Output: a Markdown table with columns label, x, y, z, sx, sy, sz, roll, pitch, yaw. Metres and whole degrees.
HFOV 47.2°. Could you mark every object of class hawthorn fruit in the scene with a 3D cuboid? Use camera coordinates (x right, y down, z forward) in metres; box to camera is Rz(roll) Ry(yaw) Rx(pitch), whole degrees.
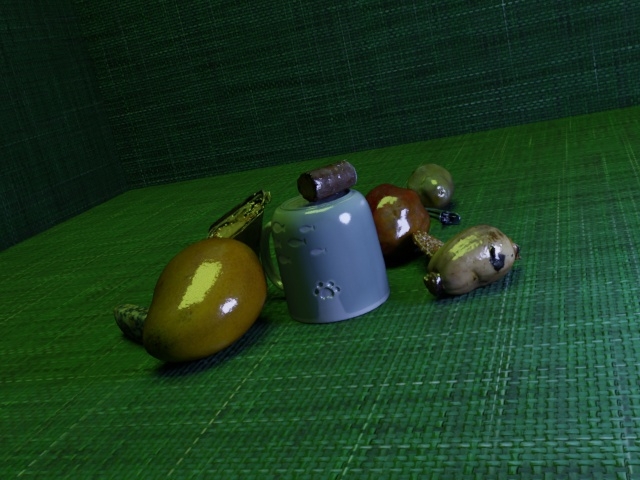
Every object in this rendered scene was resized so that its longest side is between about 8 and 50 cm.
| label | x | y | z | sx | sy | sz | roll | pitch | yaw |
| --- | --- | --- | --- | --- | --- | --- | --- | --- | --- |
| hawthorn fruit | 0.181 | -0.035 | 2.041 | 0.208 | 0.208 | 0.248 | 5 | 41 | 48 |

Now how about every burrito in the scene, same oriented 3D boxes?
| label | x | y | z | sx | sy | sz | roll | pitch | yaw |
| --- | --- | --- | --- | --- | --- | --- | --- | --- | --- |
| burrito | -0.230 | 0.027 | 1.955 | 0.175 | 0.347 | 0.107 | -19 | 51 | -32 |

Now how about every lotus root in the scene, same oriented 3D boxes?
| label | x | y | z | sx | sy | sz | roll | pitch | yaw |
| --- | --- | --- | --- | --- | --- | --- | --- | --- | --- |
| lotus root | 0.355 | 0.043 | 1.703 | 0.257 | 0.140 | 0.154 | -26 | 12 | -22 |

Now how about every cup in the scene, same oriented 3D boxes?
| label | x | y | z | sx | sy | sz | roll | pitch | yaw |
| --- | --- | --- | --- | --- | --- | --- | --- | --- | --- |
| cup | -0.019 | 0.024 | 1.818 | 0.357 | 0.274 | 0.259 | 1 | 20 | 40 |

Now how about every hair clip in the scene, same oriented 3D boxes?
| label | x | y | z | sx | sy | sz | roll | pitch | yaw |
| --- | --- | --- | --- | --- | --- | --- | --- | --- | --- |
| hair clip | 0.371 | -0.081 | 2.333 | 0.070 | 0.039 | 0.229 | 4 | 6 | -13 |

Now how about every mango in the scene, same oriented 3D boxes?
| label | x | y | z | sx | sy | sz | roll | pitch | yaw |
| --- | --- | --- | --- | --- | --- | --- | --- | --- | --- |
| mango | -0.271 | 0.141 | 1.721 | 0.264 | 0.221 | 0.378 | 6 | 35 | 21 |

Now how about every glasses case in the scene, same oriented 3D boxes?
| label | x | y | z | sx | sy | sz | roll | pitch | yaw |
| --- | --- | --- | --- | --- | --- | --- | --- | --- | --- |
| glasses case | -0.451 | 0.213 | 1.853 | 0.065 | 0.086 | 0.248 | -31 | 21 | -35 |

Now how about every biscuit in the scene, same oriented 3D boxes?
| label | x | y | z | sx | sy | sz | roll | pitch | yaw |
| --- | --- | --- | --- | --- | --- | --- | --- | --- | --- |
| biscuit | 0.293 | 0.018 | 1.914 | 0.025 | 0.126 | 0.206 | -54 | 8 | 16 |

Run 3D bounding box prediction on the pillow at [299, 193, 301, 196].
| label | x | y | z | sx | sy | sz | roll | pitch | yaw |
| --- | --- | --- | --- | --- | --- | --- | --- | --- | --- |
| pillow | -0.002 | -0.061 | 2.021 | 0.135 | 0.049 | 0.248 | -8 | 42 | 12 |

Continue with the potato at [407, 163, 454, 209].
| label | x | y | z | sx | sy | sz | roll | pitch | yaw |
| --- | --- | --- | --- | --- | --- | --- | --- | --- | --- |
| potato | 0.378 | -0.177 | 2.457 | 0.157 | 0.157 | 0.194 | -14 | 14 | -5 |

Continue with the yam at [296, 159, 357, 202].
| label | x | y | z | sx | sy | sz | roll | pitch | yaw |
| --- | --- | --- | --- | --- | --- | --- | --- | --- | --- |
| yam | 0.014 | -0.140 | 1.718 | 0.141 | 0.079 | 0.079 | -23 | 18 | -39 |
